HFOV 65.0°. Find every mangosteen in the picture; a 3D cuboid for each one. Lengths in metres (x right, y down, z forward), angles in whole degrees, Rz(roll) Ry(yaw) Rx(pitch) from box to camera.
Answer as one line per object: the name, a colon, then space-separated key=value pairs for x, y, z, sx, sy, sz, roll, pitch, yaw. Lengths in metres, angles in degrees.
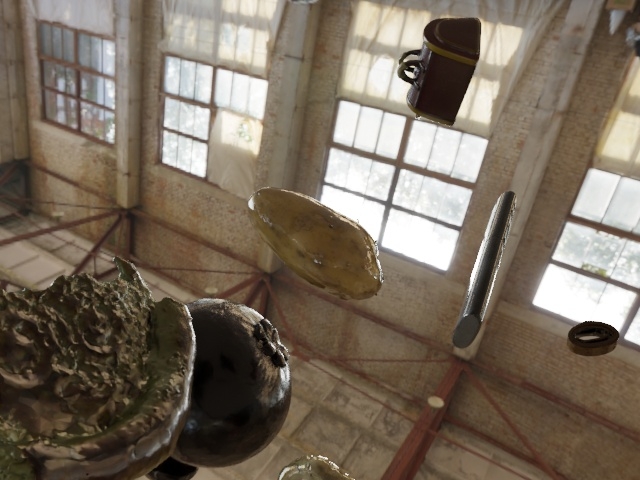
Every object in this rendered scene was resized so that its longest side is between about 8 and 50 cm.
mangosteen: x=-0.276 y=0.341 z=1.146 sx=0.382 sy=0.435 sz=0.382 roll=53 pitch=-170 yaw=-14

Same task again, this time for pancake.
pancake: x=-0.278 y=0.153 z=0.663 sx=0.304 sy=0.067 sz=0.427 roll=58 pitch=-163 yaw=7

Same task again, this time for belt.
belt: x=0.485 y=0.175 z=0.897 sx=0.083 sy=0.036 sz=0.059 roll=-11 pitch=-137 yaw=8

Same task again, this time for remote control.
remote control: x=0.335 y=0.044 z=1.006 sx=0.044 sy=0.107 sz=0.377 roll=25 pitch=-132 yaw=10

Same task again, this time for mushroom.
mushroom: x=-0.006 y=0.442 z=0.856 sx=0.154 sy=0.154 sz=0.123 roll=25 pitch=-173 yaw=29

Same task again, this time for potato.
potato: x=0.000 y=0.000 z=0.781 sx=0.235 sy=0.128 sz=0.161 roll=36 pitch=178 yaw=13

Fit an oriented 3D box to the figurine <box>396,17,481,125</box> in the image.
figurine: x=0.150 y=-0.221 z=0.682 sx=0.098 sy=0.154 sz=0.082 roll=8 pitch=-120 yaw=-1
